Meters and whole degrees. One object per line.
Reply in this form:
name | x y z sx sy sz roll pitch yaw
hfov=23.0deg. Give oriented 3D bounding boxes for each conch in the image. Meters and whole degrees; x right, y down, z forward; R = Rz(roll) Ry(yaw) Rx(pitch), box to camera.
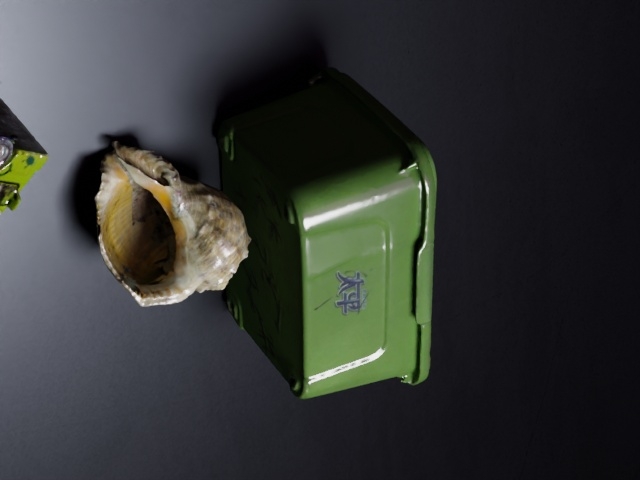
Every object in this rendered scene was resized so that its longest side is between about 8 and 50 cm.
conch | -0.165 -0.012 1.654 0.207 0.130 0.155 54 43 -32

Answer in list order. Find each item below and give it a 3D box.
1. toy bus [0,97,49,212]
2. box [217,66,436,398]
toy bus | -0.386 -0.079 1.363 0.139 0.113 0.302 -52 153 17
box | 0.000 0.000 1.755 0.178 0.253 0.328 -15 127 -22
